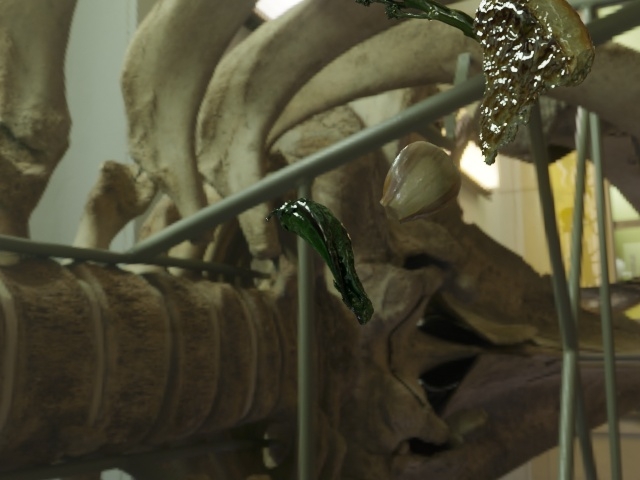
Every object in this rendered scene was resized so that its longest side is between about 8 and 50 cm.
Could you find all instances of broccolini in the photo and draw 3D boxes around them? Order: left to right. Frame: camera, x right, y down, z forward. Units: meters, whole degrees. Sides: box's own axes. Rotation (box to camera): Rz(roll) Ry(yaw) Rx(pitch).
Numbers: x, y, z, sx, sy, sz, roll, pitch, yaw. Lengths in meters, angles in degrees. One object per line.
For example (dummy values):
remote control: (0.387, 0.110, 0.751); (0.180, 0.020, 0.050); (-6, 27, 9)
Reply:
broccolini: (0.207, -0.374, 1.367); (0.079, 0.392, 0.074); (-16, -42, -49)

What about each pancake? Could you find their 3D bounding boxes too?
pancake: (0.268, -0.224, 1.079); (0.266, 0.057, 0.244); (-128, 50, -62)

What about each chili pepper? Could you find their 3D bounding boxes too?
chili pepper: (0.000, 0.000, 1.169); (0.065, 0.279, 0.122); (-14, -46, -26)

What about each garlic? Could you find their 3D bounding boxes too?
garlic: (0.191, -0.108, 1.376); (0.206, 0.115, 0.128); (-37, -44, -59)
